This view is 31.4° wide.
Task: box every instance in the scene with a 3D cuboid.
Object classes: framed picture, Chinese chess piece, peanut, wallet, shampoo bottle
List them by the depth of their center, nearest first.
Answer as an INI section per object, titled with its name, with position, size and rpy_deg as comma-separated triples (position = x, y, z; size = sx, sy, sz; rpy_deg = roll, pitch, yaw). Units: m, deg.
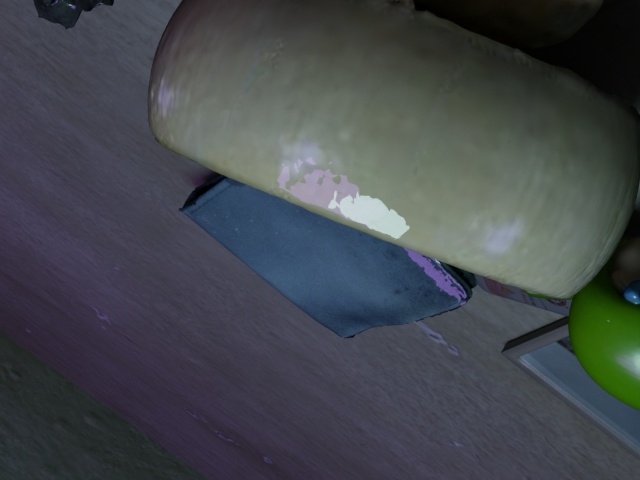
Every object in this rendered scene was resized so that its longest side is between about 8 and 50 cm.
[peanut]
position = 0.065, -0.202, 0.748
size = 0.263, 0.101, 0.117
rpy_deg = 23, 129, 29
[Chinese chess piece]
position = 0.050, -0.077, 0.782
size = 0.338, 0.140, 0.338
rpy_deg = 22, -174, -2
[shampoo bottle]
position = 0.217, 0.037, 1.041
size = 0.165, 0.040, 0.080
rpy_deg = 17, 145, 34
[framed picture]
position = 0.345, 0.173, 1.149
size = 0.289, 0.016, 0.213
rpy_deg = 38, 154, -6
[wallet]
position = -0.001, 0.001, 1.228
size = 0.251, 0.054, 0.290
rpy_deg = 41, 153, -14

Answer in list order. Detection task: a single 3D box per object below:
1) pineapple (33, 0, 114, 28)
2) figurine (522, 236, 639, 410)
[pineapple]
position = -0.281, -0.287, 1.021
size = 0.237, 0.111, 0.119
rpy_deg = 38, -175, -20
[figurine]
position = 0.243, 0.044, 0.907
size = 0.263, 0.143, 0.162
rpy_deg = 35, -174, 33
